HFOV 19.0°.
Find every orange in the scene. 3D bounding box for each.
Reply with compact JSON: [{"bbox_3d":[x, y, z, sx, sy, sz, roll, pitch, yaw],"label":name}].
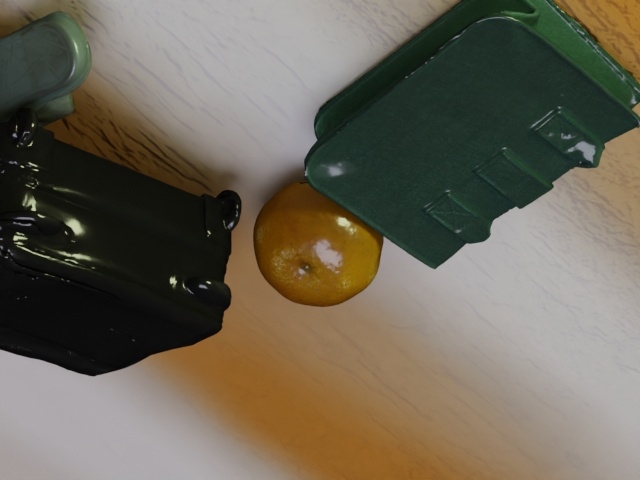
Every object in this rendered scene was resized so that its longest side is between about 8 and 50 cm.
[{"bbox_3d":[0.000,0.000,2.197,0.154,0.134,0.155,9,119,17],"label":"orange"}]

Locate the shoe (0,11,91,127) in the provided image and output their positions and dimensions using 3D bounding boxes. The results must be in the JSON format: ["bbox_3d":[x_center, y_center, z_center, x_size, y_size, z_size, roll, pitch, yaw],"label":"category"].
[{"bbox_3d":[-0.319,-0.171,2.082,0.100,0.103,0.251,-6,166,-46],"label":"shoe"}]

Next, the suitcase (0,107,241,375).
[{"bbox_3d":[-0.305,0.024,2.161,0.345,0.188,0.339,20,150,-37],"label":"suitcase"}]

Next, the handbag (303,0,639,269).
[{"bbox_3d":[0.162,-0.123,2.071,0.238,0.089,0.326,37,125,-25],"label":"handbag"}]
